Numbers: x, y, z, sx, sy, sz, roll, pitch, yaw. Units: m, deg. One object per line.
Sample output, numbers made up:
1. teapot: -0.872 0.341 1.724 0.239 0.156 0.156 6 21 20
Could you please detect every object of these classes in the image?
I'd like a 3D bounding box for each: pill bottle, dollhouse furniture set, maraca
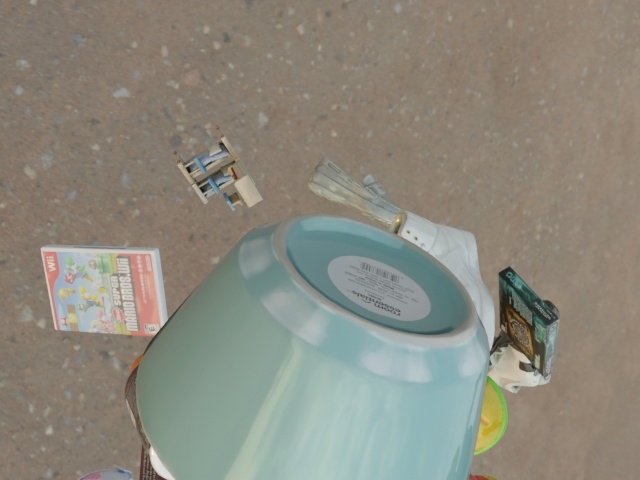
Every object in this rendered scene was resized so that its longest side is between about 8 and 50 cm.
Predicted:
1. pill bottle: -0.241 0.266 1.134 0.131 0.246 0.130 -10 112 -24
2. dollhouse furniture set: -0.237 -0.149 1.600 0.129 0.183 0.129 -31 126 0
3. maraca: 0.181 0.251 1.018 0.099 0.186 0.127 12 63 -55

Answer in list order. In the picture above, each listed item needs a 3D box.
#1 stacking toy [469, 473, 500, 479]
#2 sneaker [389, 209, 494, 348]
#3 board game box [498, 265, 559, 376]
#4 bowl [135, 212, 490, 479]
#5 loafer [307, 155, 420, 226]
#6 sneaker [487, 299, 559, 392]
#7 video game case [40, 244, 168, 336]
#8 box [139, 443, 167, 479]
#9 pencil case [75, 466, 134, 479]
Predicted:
1. stacking toy: 0.177 0.552 1.262 0.130 0.280 0.308 35 60 -35
2. sneaker: 0.173 0.069 1.122 0.169 0.292 0.108 20 126 -16
3. board game box: 0.351 0.141 1.192 0.026 0.126 0.186 -30 143 -8
4. bowl: 0.016 0.089 0.598 0.312 0.311 0.163 -7 128 -47
5. loafer: 0.121 -0.121 1.835 0.111 0.320 0.112 -65 171 0
6. sneaker: 0.473 0.247 1.570 0.122 0.146 0.330 -51 171 -31
7. video game case: -0.481 0.112 1.565 0.025 0.285 0.204 -47 136 -66
8. box: -0.269 0.504 1.548 0.203 0.167 0.168 40 41 -53
9. pencil case: -0.420 0.592 1.374 0.124 0.113 0.273 -3 90 -33
